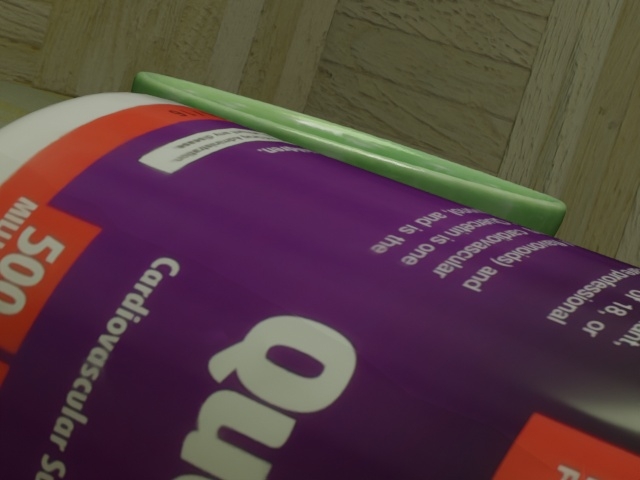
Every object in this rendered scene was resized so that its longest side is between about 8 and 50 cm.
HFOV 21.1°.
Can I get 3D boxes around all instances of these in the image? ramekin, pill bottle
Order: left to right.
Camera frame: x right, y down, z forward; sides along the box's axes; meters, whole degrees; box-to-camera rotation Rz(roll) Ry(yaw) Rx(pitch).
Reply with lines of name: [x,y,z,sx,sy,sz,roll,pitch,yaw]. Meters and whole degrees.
ramekin: [0.000,0.000,1.167,0.303,0.148,0.303,17,6,-2]
pill bottle: [0.035,0.085,0.448,0.323,0.181,0.181,21,7,31]
